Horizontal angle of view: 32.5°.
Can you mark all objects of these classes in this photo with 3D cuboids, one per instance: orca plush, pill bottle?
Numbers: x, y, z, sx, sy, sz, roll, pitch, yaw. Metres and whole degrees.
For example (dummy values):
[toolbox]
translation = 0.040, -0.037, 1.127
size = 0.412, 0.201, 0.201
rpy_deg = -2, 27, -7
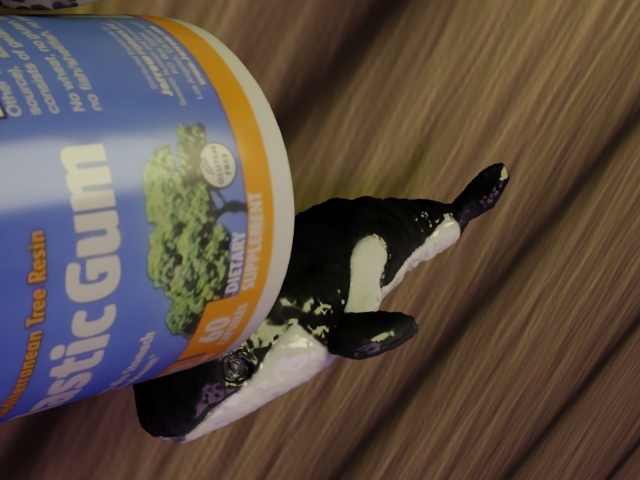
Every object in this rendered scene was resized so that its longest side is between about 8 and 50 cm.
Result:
[orca plush]
translation = 0.000, 0.000, 0.628
size = 0.287, 0.151, 0.102
rpy_deg = -25, 109, -29
[pill bottle]
translation = -0.153, -0.002, 0.386
size = 0.272, 0.152, 0.152
rpy_deg = -13, 133, -45

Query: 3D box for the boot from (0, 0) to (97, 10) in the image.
[boot]
translation = -0.044, -0.193, 0.384
size = 0.236, 0.085, 0.179
rpy_deg = -26, 143, -20
